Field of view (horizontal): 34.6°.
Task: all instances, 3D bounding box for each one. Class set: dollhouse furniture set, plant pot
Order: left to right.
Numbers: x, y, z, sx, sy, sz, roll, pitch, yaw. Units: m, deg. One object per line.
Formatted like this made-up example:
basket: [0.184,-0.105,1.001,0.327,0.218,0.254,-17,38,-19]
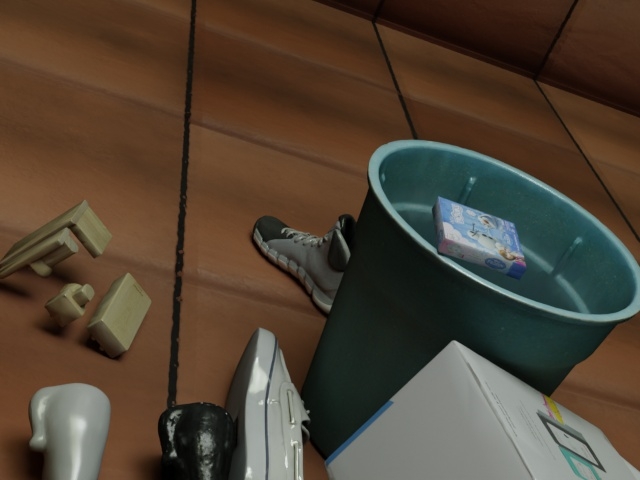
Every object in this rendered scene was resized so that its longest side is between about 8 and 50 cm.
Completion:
dollhouse furniture set: [-0.310,0.066,1.265,0.151,0.123,0.144,55,21,-20]
plant pot: [0.150,0.112,1.222,0.341,0.334,0.341,19,28,-10]

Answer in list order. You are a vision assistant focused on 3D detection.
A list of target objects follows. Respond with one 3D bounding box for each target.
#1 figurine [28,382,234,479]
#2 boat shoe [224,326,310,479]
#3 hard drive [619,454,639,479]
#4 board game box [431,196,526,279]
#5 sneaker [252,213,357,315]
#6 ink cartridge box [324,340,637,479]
figurine: [-0.183,0.249,0.997,0.215,0.092,0.209,13,34,-20]
boat shoe: [-0.053,0.207,1.157,0.088,0.096,0.267,21,29,-16]
hard drive: [0.402,0.375,1.268,0.210,0.040,0.319,-10,41,-47]
board game box: [0.161,-0.004,1.053,0.090,0.020,0.090,18,29,-10]
sneaker: [0.000,0.000,1.511,0.086,0.132,0.229,-10,43,-47]
ink cartridge box: [0.184,0.274,1.029,0.270,0.198,0.197,33,20,-35]
